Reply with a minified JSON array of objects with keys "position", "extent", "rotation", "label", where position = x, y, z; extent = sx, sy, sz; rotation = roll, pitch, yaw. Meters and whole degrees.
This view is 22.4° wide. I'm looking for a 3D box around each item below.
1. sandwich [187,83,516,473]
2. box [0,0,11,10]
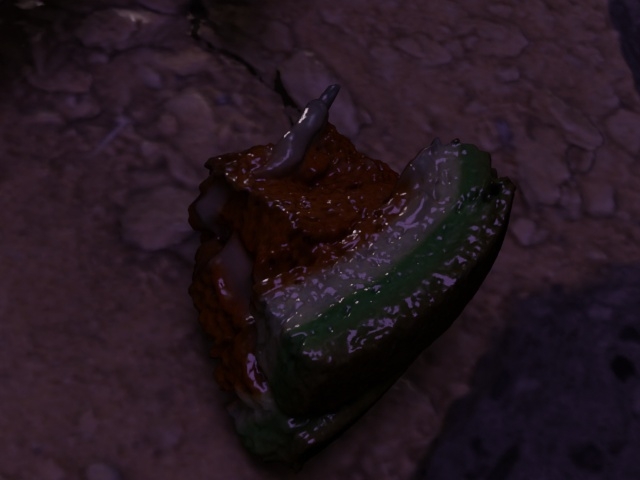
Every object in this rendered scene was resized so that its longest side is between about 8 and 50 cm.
[{"position":[-0.004,0.006,0.819],"extent":[0.160,0.109,0.185],"rotation":[36,53,13],"label":"sandwich"},{"position":[-0.244,-0.198,0.882],"extent":[0.194,0.111,0.260],"rotation":[49,50,-10],"label":"box"}]
